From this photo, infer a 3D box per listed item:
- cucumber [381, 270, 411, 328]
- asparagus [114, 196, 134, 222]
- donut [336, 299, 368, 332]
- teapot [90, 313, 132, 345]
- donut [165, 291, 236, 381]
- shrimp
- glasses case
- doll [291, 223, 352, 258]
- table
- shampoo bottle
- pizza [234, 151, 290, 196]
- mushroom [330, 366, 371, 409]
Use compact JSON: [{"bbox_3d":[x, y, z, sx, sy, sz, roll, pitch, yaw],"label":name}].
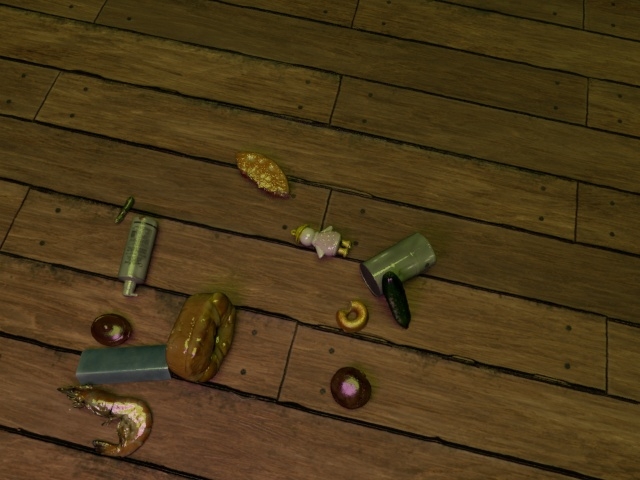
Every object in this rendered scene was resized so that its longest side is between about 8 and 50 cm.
[{"bbox_3d":[0.238,0.190,1.564,0.069,0.227,0.069,-16,31,10],"label":"cucumber"},{"bbox_3d":[-0.671,-0.102,1.726,0.025,0.021,0.108,21,69,11],"label":"asparagus"},{"bbox_3d":[0.106,0.240,1.608,0.108,0.043,0.097,-41,74,-13],"label":"donut"},{"bbox_3d":[-0.637,0.271,1.542,0.129,0.078,0.098,15,68,4],"label":"teapot"},{"bbox_3d":[-0.345,0.282,1.484,0.128,0.208,0.261,9,53,15],"label":"donut"},{"bbox_3d":[-0.636,0.518,1.457,0.296,0.058,0.169,17,70,1],"label":"shrimp"},{"bbox_3d":[-0.585,0.370,1.516,0.266,0.056,0.105,-3,68,-4],"label":"glasses case"},{"bbox_3d":[0.000,0.000,1.682,0.207,0.081,0.129,17,60,7],"label":"doll"},{"bbox_3d":[0.250,0.077,1.635,0.220,0.126,0.126,-27,71,-13],"label":"table"},{"bbox_3d":[-0.593,0.054,1.631,0.085,0.085,0.262,6,68,0],"label":"shampoo bottle"},{"bbox_3d":[-0.202,-0.235,1.782,0.246,0.058,0.127,27,68,7],"label":"pizza"},{"bbox_3d":[0.090,0.443,1.510,0.127,0.087,0.127,-2,81,16],"label":"mushroom"}]
